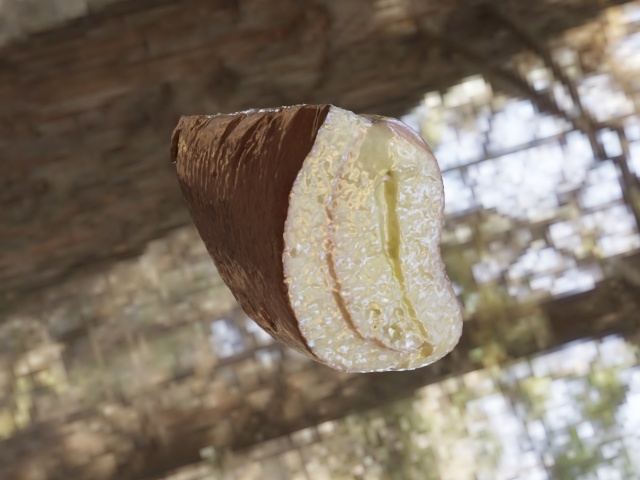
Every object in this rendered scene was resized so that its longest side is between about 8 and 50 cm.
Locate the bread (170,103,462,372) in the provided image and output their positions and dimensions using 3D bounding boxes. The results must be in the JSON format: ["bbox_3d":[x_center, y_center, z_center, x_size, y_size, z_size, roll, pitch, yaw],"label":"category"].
[{"bbox_3d":[-0.001,0.000,0.703,0.119,0.067,0.192,65,-14,-9],"label":"bread"}]
